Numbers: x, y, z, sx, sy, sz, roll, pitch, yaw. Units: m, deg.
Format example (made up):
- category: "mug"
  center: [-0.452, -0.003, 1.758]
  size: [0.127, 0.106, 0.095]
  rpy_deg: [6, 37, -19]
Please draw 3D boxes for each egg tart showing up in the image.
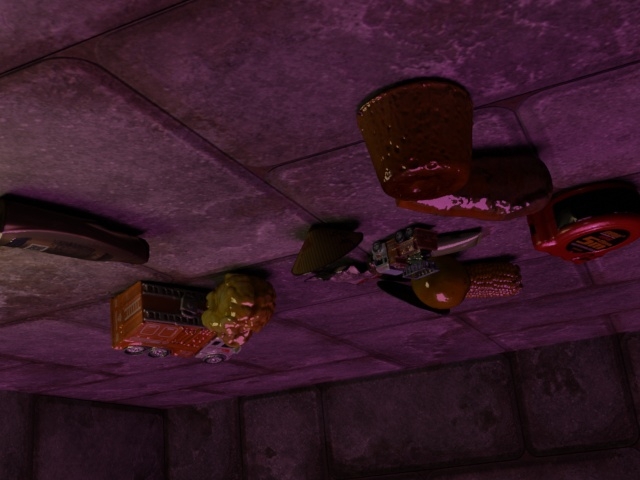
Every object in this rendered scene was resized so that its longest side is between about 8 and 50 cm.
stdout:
- category: "egg tart"
  center: [0.162, -0.157, 1.265]
  size: [0.203, 0.147, 0.202]
  rpy_deg: [-3, 160, -1]

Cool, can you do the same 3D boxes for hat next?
- category: "hat"
  center: [0.000, 0.000, 1.778]
  size: [0.193, 0.082, 0.193]
  rpy_deg: [-26, -168, 6]

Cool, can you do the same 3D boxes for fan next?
- category: "fan"
  center: [0.310, 0.169, 2.227]
  size: [0.294, 0.012, 0.223]
  rpy_deg: [9, -165, -35]

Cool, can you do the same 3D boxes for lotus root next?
- category: "lotus root"
  center: [0.151, 0.062, 2.025]
  size: [0.054, 0.049, 0.099]
  rpy_deg: [11, 163, 18]

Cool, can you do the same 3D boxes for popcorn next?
- category: "popcorn"
  center: [-0.214, 0.192, 2.068]
  size: [0.200, 0.203, 0.226]
  rpy_deg: [18, 169, -29]

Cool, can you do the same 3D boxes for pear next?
- category: "pear"
  center: [0.332, 0.114, 2.069]
  size: [0.162, 0.148, 0.149]
  rpy_deg: [23, 152, -13]

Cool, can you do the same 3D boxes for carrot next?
- category: "carrot"
  center: [0.301, -0.105, 1.492]
  size: [0.302, 0.138, 0.138]
  rpy_deg: [3, 160, -3]

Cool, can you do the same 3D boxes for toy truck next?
- category: "toy truck"
  center: [-0.388, 0.232, 2.175]
  size: [0.388, 0.173, 0.207]
  rpy_deg: [14, 144, -37]
- category: "toy truck"
  center: [0.210, 0.041, 1.886]
  size: [0.080, 0.115, 0.178]
  rpy_deg: [9, 157, -37]

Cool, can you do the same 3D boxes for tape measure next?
- category: "tape measure"
  center: [0.633, -0.042, 1.777]
  size: [0.253, 0.114, 0.260]
  rpy_deg: [13, 150, -42]

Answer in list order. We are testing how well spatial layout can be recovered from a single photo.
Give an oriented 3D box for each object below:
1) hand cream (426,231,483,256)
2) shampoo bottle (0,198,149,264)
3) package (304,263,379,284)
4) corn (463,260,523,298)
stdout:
- category: "hand cream"
  center: [0.327, 0.010, 1.939]
  size: [0.175, 0.045, 0.095]
  rpy_deg: [-13, 159, 2]
- category: "shampoo bottle"
  center: [-0.521, -0.006, 1.591]
  size: [0.126, 0.084, 0.350]
  rpy_deg: [-19, 157, 39]
- category: "package"
  center: [0.079, 0.096, 2.127]
  size: [0.232, 0.040, 0.166]
  rpy_deg: [3, 163, -45]
- category: "corn"
  center: [0.424, 0.116, 2.183]
  size: [0.305, 0.106, 0.106]
  rpy_deg: [-4, 161, 9]
